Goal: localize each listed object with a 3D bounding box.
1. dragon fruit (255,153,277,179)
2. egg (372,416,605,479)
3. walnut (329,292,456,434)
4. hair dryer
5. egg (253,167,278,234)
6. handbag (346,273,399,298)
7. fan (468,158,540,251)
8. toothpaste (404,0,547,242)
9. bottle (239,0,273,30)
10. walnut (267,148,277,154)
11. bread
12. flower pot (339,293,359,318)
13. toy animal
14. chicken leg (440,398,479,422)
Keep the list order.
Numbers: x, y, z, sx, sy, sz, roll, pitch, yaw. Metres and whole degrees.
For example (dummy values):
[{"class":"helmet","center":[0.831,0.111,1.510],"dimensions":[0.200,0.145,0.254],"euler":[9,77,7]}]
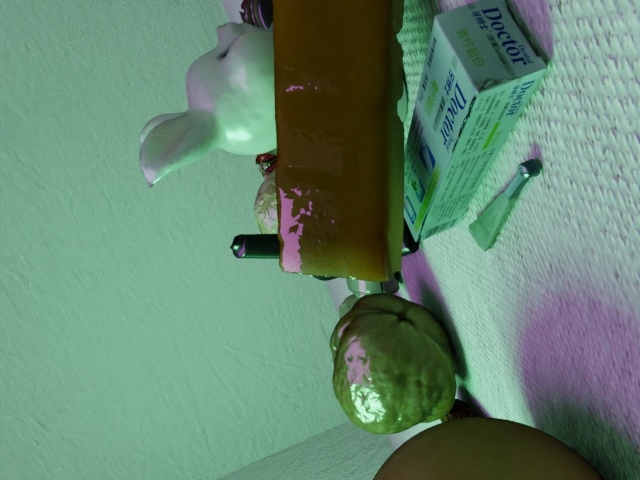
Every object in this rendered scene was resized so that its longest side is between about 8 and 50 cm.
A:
[{"class":"dragon fruit","center":[-0.068,-0.214,1.339],"dimensions":[0.269,0.200,0.198],"euler":[-127,20,-74]},{"class":"egg","center":[0.185,0.355,0.578],"dimensions":[0.374,0.301,0.301],"euler":[81,166,-59]},{"class":"walnut","center":[0.138,0.236,0.996],"dimensions":[0.283,0.227,0.283],"euler":[21,133,24]},{"class":"hair dryer","center":[0.000,0.000,0.927],"dimensions":[0.244,0.302,0.116],"euler":[-25,73,49]},{"class":"egg","center":[-0.046,-0.061,1.174],"dimensions":[0.245,0.203,0.203],"euler":[86,163,-48]},{"class":"handbag","center":[0.101,-0.028,1.220],"dimensions":[0.241,0.109,0.315],"euler":[-166,68,-82]},{"class":"fan","center":[0.188,-0.032,0.541],"dimensions":[0.193,0.016,0.038],"euler":[81,163,-71]},{"class":"toothpaste","center":[0.134,-0.094,0.550],"dimensions":[0.336,0.067,0.081],"euler":[85,164,-70]},{"class":"bottle","center":[-0.067,-0.404,0.906],"dimensions":[0.271,0.143,0.156],"euler":[-121,10,-65]},{"class":"walnut","center":[-0.053,-0.262,1.038],"dimensions":[0.224,0.224,0.224],"euler":[158,90,-85]},{"class":"bread","center":[0.022,-0.141,0.573],"dimensions":[0.077,0.138,0.361],"euler":[-17,-71,-61]},{"class":"flower pot","center":[0.128,0.247,1.313],"dimensions":[0.212,0.212,0.202],"euler":[74,179,-47]},{"class":"toy animal","center":[-0.068,-0.178,0.725],"dimensions":[0.196,0.367,0.241],"euler":[-132,32,-66]},{"class":"chicken leg","center":[0.273,0.356,0.992],"dimensions":[0.234,0.063,0.105],"euler":[-163,56,-86]}]
